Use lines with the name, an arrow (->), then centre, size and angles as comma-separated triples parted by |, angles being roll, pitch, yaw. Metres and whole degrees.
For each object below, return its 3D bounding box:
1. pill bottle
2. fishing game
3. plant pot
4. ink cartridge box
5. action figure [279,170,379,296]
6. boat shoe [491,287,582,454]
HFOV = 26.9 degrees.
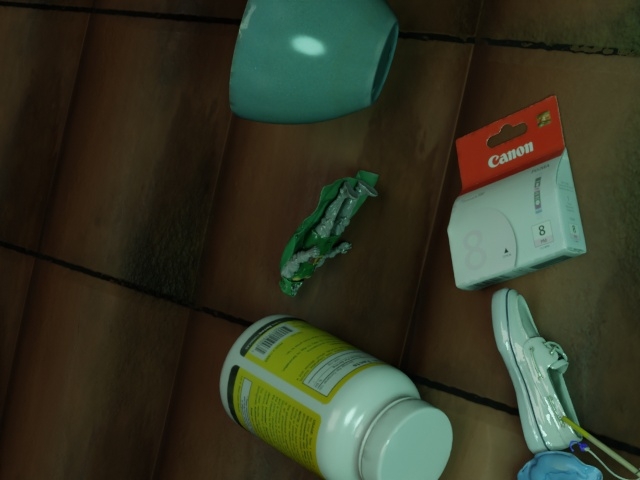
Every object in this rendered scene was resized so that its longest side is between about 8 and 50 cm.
pill bottle -> 0.022, 0.243, 1.915 | 0.334, 0.188, 0.188 | 25, 99, 45
fishing game -> 0.316, 0.358, 1.696 | 0.189, 0.041, 0.264 | 31, 118, 42
plant pot -> 0.006, -0.295, 2.016 | 0.195, 0.290, 0.290 | 19, 96, 8
ink cartridge box -> 0.257, -0.066, 1.843 | 0.189, 0.066, 0.232 | -23, 70, 40
action figure -> 0.000, 0.000, 2.054 | 0.063, 0.137, 0.232 | 51, 126, 24
boat shoe -> 0.291, 0.165, 1.754 | 0.075, 0.083, 0.226 | -20, 80, 29
